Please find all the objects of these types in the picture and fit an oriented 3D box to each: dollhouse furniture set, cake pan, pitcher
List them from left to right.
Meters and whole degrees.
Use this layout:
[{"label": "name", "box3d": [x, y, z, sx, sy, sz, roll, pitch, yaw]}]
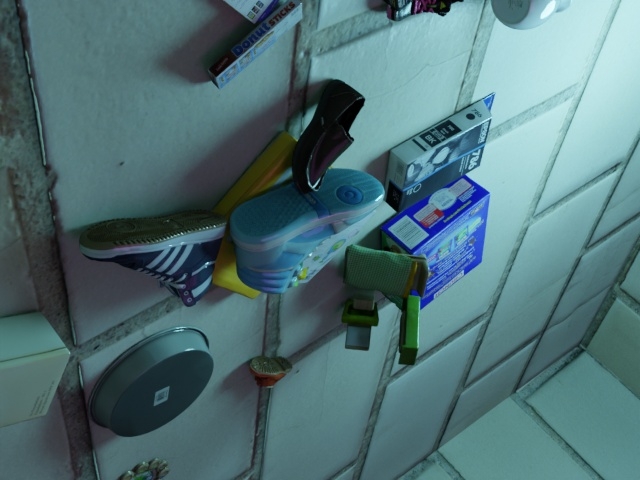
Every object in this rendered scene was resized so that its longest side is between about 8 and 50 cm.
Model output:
[{"label": "cake pan", "box3d": [-0.343, 0.305, 1.857, 0.293, 0.054, 0.293, -32, 149, -22]}, {"label": "dollhouse furniture set", "box3d": [0.145, 0.158, 2.108, 0.302, 0.197, 0.151, 91, 6, -57]}, {"label": "pitcher", "box3d": [0.424, -0.515, 1.744, 0.207, 0.125, 0.178, -32, 130, -43]}]

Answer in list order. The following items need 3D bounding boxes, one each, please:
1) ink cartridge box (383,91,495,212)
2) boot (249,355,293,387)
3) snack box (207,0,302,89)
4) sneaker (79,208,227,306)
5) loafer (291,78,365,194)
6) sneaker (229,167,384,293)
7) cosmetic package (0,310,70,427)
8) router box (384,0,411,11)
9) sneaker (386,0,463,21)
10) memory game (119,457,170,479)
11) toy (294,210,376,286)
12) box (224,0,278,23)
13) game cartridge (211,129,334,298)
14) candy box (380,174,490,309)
[{"label": "ink cartridge box", "box3d": [0.290, -0.202, 2.020, 0.332, 0.065, 0.165, -32, 149, -25]}, {"label": "boot", "box3d": [-0.136, 0.328, 2.162, 0.085, 0.059, 0.158, -47, 153, 13]}, {"label": "snack box", "box3d": [-0.100, -0.308, 1.380, 0.178, 0.022, 0.064, -42, 176, -5]}, {"label": "sneaker", "box3d": [-0.283, 0.041, 1.503, 0.282, 0.099, 0.153, -11, 123, -45]}, {"label": "loafer", "box3d": [0.017, -0.184, 1.590, 0.080, 0.078, 0.220, 27, 83, -61]}, {"label": "sneaker", "box3d": [-0.031, -0.011, 1.686, 0.318, 0.127, 0.208, -18, 142, -23]}, {"label": "cosmetic package", "box3d": [-0.570, 0.223, 1.387, 0.309, 0.113, 0.160, -10, 137, -48]}, {"label": "router box", "box3d": [0.101, -0.440, 1.420, 0.038, 0.092, 0.122, -39, 152, -10]}, {"label": "sneaker", "box3d": [0.195, -0.429, 1.576, 0.170, 0.075, 0.063, -30, 149, -25]}, {"label": "memory game", "box3d": [-0.446, 0.596, 2.150, 0.186, 0.012, 0.186, -33, 150, -22]}, {"label": "toy", "box3d": [0.000, 0.000, 1.908, 0.237, 0.056, 0.137, -50, 156, 19]}, {"label": "box", "box3d": [-0.107, -0.376, 1.300, 0.081, 0.028, 0.136, -50, 154, 9]}, {"label": "game cartridge", "box3d": [-0.101, -0.037, 1.730, 0.324, 0.052, 0.285, -50, 151, 6]}, {"label": "candy box", "box3d": [0.287, 0.014, 2.237, 0.268, 0.122, 0.317, -36, 150, -18]}]
